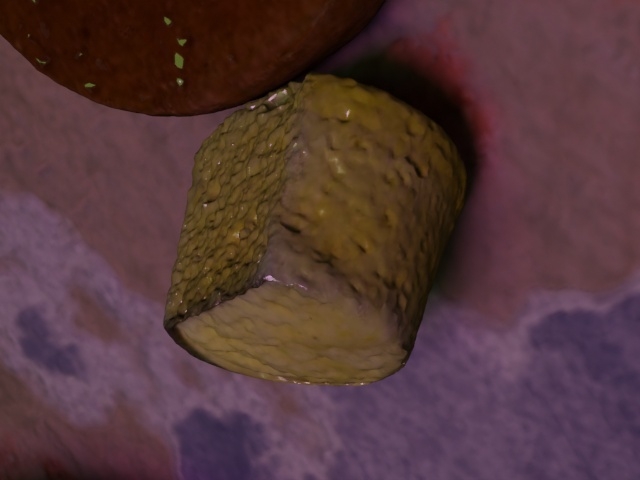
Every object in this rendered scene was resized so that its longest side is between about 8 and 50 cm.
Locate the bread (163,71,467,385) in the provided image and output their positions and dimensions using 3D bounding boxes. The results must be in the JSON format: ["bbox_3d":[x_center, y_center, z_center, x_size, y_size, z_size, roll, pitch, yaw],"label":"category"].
[{"bbox_3d":[0.000,0.000,0.623,0.111,0.114,0.129,30,148,-19],"label":"bread"}]

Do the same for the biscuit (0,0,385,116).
[{"bbox_3d":[-0.118,-0.220,0.639,0.314,0.063,0.367,-34,91,39],"label":"biscuit"}]
